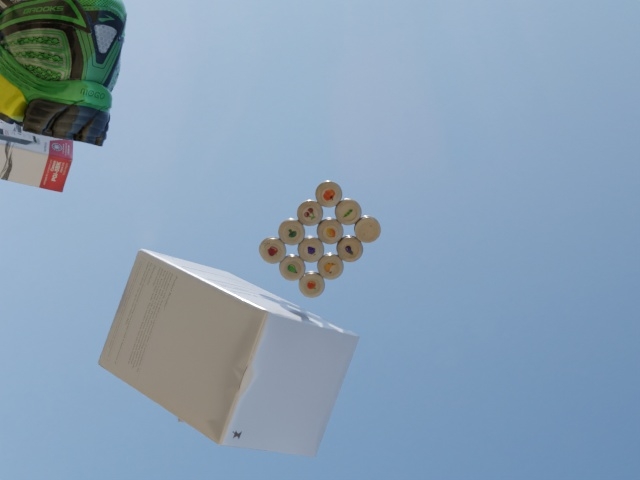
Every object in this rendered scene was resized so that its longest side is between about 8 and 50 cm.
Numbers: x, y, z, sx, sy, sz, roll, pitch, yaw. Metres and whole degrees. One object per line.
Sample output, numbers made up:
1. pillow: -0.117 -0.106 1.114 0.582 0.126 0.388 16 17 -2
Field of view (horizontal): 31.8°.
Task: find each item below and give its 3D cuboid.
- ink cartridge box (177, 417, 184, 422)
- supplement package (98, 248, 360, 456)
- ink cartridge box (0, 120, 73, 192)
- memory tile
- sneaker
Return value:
1. ink cartridge box: -0.126 0.262 1.726 0.179 0.145 0.045 0 -98 -4
2. supplement package: -0.126 0.147 1.492 0.293 0.175 0.177 23 -87 46
3. ink cartridge box: -0.392 -0.124 1.449 0.099 0.135 0.056 -104 -147 -50
4. memory tile: 0.000 0.000 1.539 0.113 0.012 0.148 43 -82 -13
5. sneaker: -0.270 -0.204 1.008 0.343 0.134 0.146 32 -76 40
